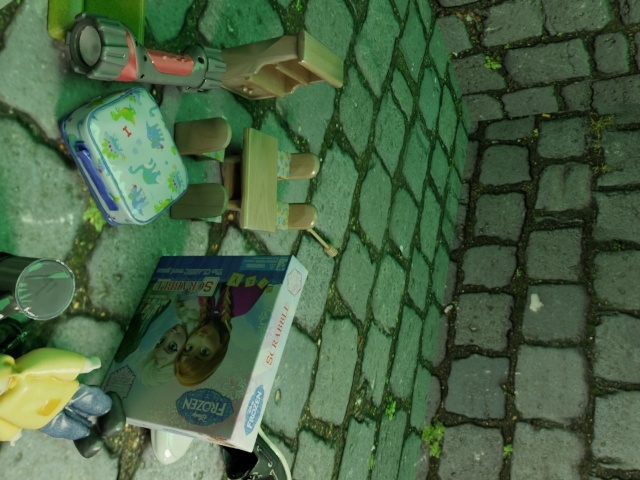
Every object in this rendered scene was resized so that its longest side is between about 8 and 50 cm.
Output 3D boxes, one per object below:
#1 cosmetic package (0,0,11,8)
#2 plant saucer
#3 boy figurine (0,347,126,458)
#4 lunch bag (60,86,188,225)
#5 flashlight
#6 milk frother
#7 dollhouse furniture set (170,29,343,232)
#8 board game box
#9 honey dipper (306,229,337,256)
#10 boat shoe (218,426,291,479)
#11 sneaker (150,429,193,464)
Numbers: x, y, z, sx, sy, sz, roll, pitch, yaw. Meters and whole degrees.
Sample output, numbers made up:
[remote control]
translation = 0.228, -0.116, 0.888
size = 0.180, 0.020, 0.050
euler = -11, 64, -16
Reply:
[cosmetic package]
translation = -0.451, -0.374, 0.734
size = 0.107, 0.127, 0.238
euler = 64, 36, -38
[plant saucer]
translation = -0.372, -0.417, 0.954
size = 0.188, 0.045, 0.189
euler = 7, 84, -60
[boy figurine]
translation = -0.405, 0.224, 0.794
size = 0.177, 0.092, 0.285
euler = -39, 143, -6
[lunch bag]
translation = -0.340, -0.145, 0.962
size = 0.176, 0.090, 0.219
euler = -56, 136, -47
[flashlight]
translation = -0.289, -0.327, 0.972
size = 0.304, 0.103, 0.103
euler = -20, 98, -57
[milk frother]
translation = -0.419, 0.098, 0.771
size = 0.129, 0.134, 0.143
euler = -56, 135, -36
[dollhouse furniture set]
translation = -0.103, -0.219, 1.213
size = 0.362, 0.256, 0.395
euler = 7, 83, -60
[board game box]
translation = -0.210, 0.175, 0.959
size = 0.066, 0.318, 0.318
euler = 51, 47, -46
[honey dipper]
translation = 0.000, 0.000, 1.627
size = 0.160, 0.030, 0.031
euler = 43, 53, -47
[boat shoe]
translation = -0.171, 0.473, 1.217
size = 0.113, 0.127, 0.340
euler = -48, 129, -48
[sneaker]
translation = -0.227, 0.299, 1.095
size = 0.305, 0.152, 0.114
euler = -65, 144, -35
